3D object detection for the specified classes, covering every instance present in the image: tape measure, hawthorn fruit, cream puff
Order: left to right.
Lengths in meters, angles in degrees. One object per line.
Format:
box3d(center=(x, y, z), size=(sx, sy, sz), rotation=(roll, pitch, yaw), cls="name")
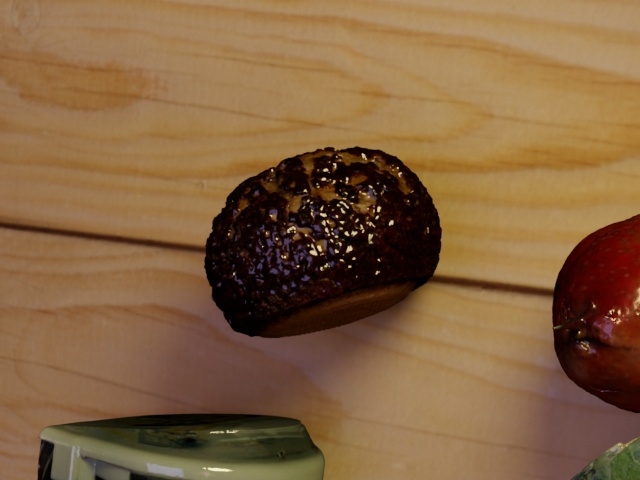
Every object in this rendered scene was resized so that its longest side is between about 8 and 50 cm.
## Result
box3d(center=(-0.130, 0.252, 1.901), size=(0.262, 0.259, 0.138), rotation=(0, 91, 36), cls="tape measure")
box3d(center=(0.000, 0.000, 1.816), size=(0.239, 0.239, 0.165), rotation=(-23, 80, 34), cls="cream puff")
box3d(center=(0.271, 0.069, 1.623), size=(0.181, 0.235, 0.181), rotation=(14, 109, 46), cls="hawthorn fruit")

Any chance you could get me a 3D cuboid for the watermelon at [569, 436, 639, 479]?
box3d(center=(0.365, 0.203, 1.622), size=(0.224, 0.180, 0.305), rotation=(41, 119, -21), cls="watermelon")
